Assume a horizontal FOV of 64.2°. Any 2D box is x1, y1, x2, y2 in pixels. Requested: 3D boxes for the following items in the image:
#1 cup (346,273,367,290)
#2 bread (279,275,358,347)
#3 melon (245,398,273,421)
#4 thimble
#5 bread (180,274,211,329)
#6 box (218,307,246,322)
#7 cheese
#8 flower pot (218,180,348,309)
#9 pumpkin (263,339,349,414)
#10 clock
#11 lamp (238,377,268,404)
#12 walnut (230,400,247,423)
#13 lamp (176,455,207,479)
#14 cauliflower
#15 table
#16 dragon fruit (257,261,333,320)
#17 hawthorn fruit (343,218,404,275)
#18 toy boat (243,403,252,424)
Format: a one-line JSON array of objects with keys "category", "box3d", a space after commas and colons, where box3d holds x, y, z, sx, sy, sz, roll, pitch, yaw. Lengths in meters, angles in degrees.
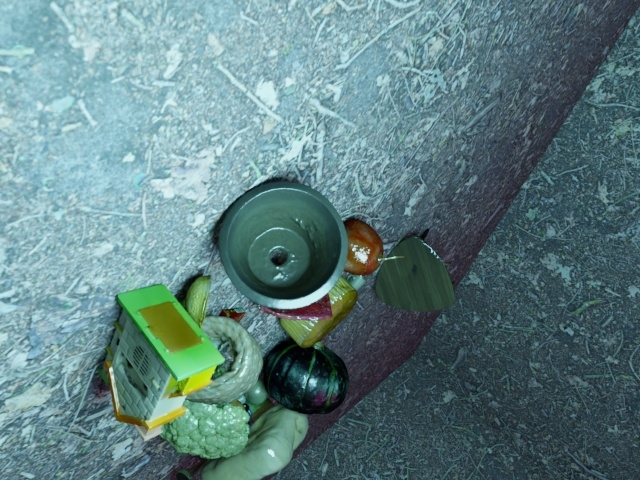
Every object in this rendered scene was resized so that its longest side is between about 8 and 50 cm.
[{"category": "cup", "box3d": [0.119, 0.158, 1.847, 0.083, 0.054, 0.075, -48, 158, 6]}, {"category": "bread", "box3d": [-0.003, 0.218, 1.630, 0.253, 0.142, 0.227, -50, 164, 0]}, {"category": "melon", "box3d": [-0.246, 0.648, 1.974, 0.118, 0.064, 0.209, -38, 157, -23]}, {"category": "thimble", "box3d": [-0.259, 0.294, 1.224, 0.229, 0.196, 0.148, -30, 153, -6]}, {"category": "bread", "box3d": [-0.274, 0.156, 1.082, 0.065, 0.188, 0.149, 17, 131, -16]}, {"category": "box", "box3d": [-0.239, 0.205, 1.347, 0.051, 0.023, 0.082, -55, 156, 13]}, {"category": "cheese", "box3d": [-0.218, 0.675, 1.663, 0.328, 0.130, 0.351, -30, 180, 14]}, {"category": "flower pot", "box3d": [-0.086, 0.021, 1.107, 0.269, 0.269, 0.166, -41, 178, -16]}, {"category": "pumpkin", "box3d": [-0.045, 0.449, 1.735, 0.315, 0.315, 0.239, 20, 93, -65]}, {"category": "clock", "box3d": [-0.335, 0.257, 1.019, 0.106, 0.220, 0.255, -12, 139, -50]}, {"category": "lamp", "box3d": [-0.262, 0.541, 1.769, 0.163, 0.091, 0.091, -23, 150, -15]}, {"category": "walnut", "box3d": [-0.310, 0.563, 1.608, 0.159, 0.159, 0.207, -37, 163, -23]}, {"category": "lamp", "box3d": [-0.409, 0.773, 1.806, 0.214, 0.121, 0.121, -32, 154, -55]}, {"category": "cauliflower", "box3d": [-0.315, 0.462, 1.413, 0.250, 0.272, 0.275, -80, -172, -48]}, {"category": "table", "box3d": [0.392, 0.127, 2.101, 0.317, 0.317, 0.249, -59, 168, 25]}, {"category": "dragon fruit", "box3d": [-0.095, 0.126, 1.376, 0.161, 0.126, 0.274, -21, 143, 24]}, {"category": "hawthorn fruit", "box3d": [0.125, 0.035, 1.476, 0.162, 0.203, 0.163, -43, 152, -30]}, {"category": "toy boat", "box3d": [-0.319, 0.632, 1.762, 0.097, 0.100, 0.223, -39, 166, 32]}]
